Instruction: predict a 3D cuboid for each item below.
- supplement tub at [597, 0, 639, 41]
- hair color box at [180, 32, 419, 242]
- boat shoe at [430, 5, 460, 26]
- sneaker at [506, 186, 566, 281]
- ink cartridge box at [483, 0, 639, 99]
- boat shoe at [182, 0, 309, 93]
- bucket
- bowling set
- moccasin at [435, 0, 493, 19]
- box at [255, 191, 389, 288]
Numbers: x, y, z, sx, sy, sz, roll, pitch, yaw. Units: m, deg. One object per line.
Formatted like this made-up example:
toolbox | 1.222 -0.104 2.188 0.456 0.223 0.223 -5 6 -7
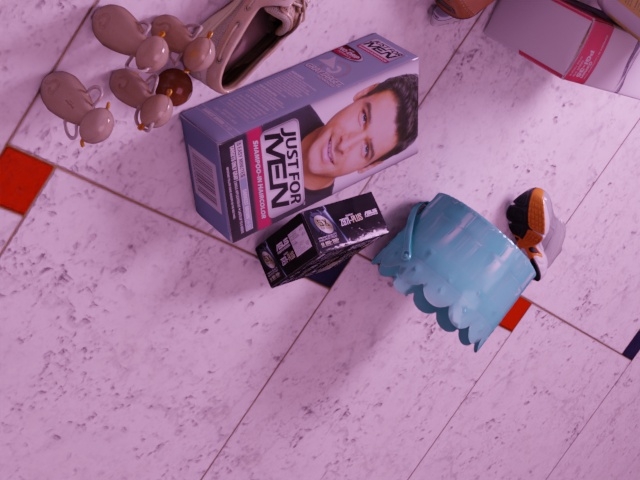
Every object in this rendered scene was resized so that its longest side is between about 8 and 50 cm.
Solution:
supplement tub | 0.597 -0.409 1.650 0.241 0.331 0.241 -32 153 -18
hair color box | -0.021 -0.166 1.612 0.374 0.114 0.185 -28 135 -26
boat shoe | 0.225 -0.383 1.744 0.100 0.035 0.035 -26 161 -32
sneaker | 0.469 -0.035 2.193 0.121 0.099 0.262 -42 147 -22
ink cartridge box | 0.466 -0.357 1.845 0.283 0.207 0.117 4 118 -44
boat shoe | -0.062 -0.329 1.461 0.302 0.098 0.109 -46 140 -5
bucket | 0.248 0.055 1.915 0.183 0.281 0.281 -49 140 -4
bowling set | -0.205 -0.232 1.359 0.200 0.154 0.287 28 99 -49
moccasin | 0.326 -0.521 1.663 0.380 0.139 0.147 -34 147 -5
box | 0.000 0.000 1.712 0.147 0.077 0.180 -17 169 -33
